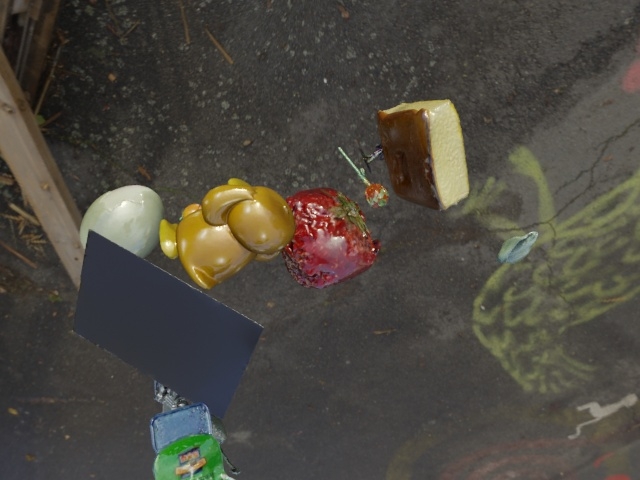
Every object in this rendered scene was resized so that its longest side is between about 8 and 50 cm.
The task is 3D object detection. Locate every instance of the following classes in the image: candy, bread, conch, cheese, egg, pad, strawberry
[{"bbox_3d":[0.154,-0.241,1.546,0.078,0.084,0.287,-45,72,32],"label":"candy"},{"bbox_3d":[0.325,-0.284,1.360,0.143,0.333,0.323,-22,110,-11],"label":"bread"},{"bbox_3d":[0.512,0.025,1.113,0.088,0.065,0.180,-8,155,-13],"label":"conch"},{"bbox_3d":[-0.182,0.412,0.609,0.204,0.320,0.083,-3,161,-38],"label":"cheese"},{"bbox_3d":[-0.753,-0.066,1.604,0.278,0.278,0.336,39,90,-24],"label":"egg"},{"bbox_3d":[-0.303,0.164,0.777,0.368,0.007,0.247,27,113,6],"label":"pad"},{"bbox_3d":[0.000,0.000,1.024,0.274,0.274,0.220,32,117,-21],"label":"strawberry"}]

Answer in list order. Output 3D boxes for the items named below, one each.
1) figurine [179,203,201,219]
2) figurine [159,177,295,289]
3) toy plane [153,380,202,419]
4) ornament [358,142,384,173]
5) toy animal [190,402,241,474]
[{"bbox_3d":[-0.495,-0.092,1.816,0.222,0.324,0.124,21,97,-18],"label":"figurine"},{"bbox_3d":[-0.163,-0.012,0.765,0.228,0.215,0.215,-44,116,2],"label":"figurine"},{"bbox_3d":[-0.314,0.357,0.889,0.160,0.082,0.234,32,118,18],"label":"toy plane"},{"bbox_3d":[0.253,-0.332,1.550,0.203,0.081,0.088,-17,137,15],"label":"ornament"},{"bbox_3d":[-0.269,0.501,1.046,0.079,0.253,0.070,24,100,-48],"label":"toy animal"}]
